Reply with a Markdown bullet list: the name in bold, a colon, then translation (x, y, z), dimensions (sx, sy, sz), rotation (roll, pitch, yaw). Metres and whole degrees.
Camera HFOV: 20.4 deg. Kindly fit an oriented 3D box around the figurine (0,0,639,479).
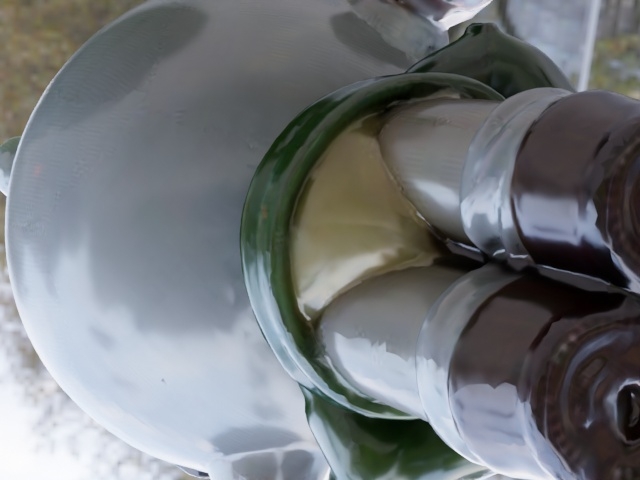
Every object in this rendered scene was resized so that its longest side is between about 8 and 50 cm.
- **figurine**: translation (0.000, 0.000, 0.607), dimensions (0.167, 0.281, 0.370), rotation (18, 178, -28)
